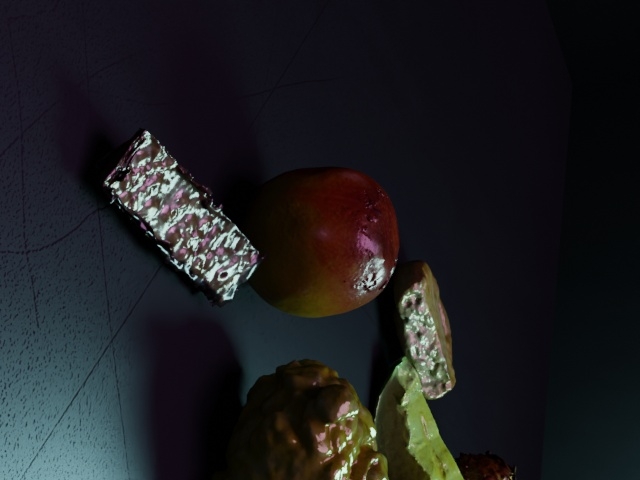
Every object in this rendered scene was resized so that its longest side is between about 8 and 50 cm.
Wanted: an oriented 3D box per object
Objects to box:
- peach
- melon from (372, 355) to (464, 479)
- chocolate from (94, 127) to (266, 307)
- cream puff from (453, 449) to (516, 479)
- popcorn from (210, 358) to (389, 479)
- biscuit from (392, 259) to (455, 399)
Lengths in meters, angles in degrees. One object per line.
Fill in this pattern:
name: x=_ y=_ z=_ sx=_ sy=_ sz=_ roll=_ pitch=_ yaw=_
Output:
peach: x=0.000 y=0.000 z=1.544 sx=0.231 sy=0.231 sz=0.231 roll=1 pitch=90 yaw=-68
melon: x=0.176 y=0.389 z=2.099 sx=0.196 sy=0.124 sz=0.323 roll=-5 pitch=73 yaw=-53
chocolate: x=-0.169 y=-0.023 z=1.333 sx=0.102 sy=0.065 sz=0.329 roll=-49 pitch=147 yaw=-9
cream puff: x=0.299 y=0.609 z=2.282 sx=0.350 sy=0.229 sz=0.350 roll=179 pitch=-90 yaw=-88
popcorn: x=-0.016 y=0.296 z=1.516 sx=0.242 sy=0.235 sz=0.250 roll=-105 pitch=-145 yaw=-87
biscuit: x=0.201 y=0.168 z=2.184 sx=0.213 sy=0.091 sz=0.274 roll=-64 pitch=139 yaw=-71
